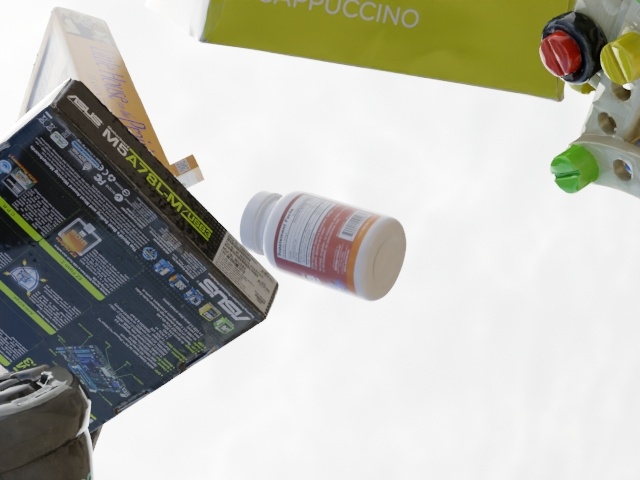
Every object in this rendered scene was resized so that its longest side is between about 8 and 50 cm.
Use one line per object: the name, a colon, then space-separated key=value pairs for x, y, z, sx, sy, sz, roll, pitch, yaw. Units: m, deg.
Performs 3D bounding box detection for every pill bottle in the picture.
pill bottle: x=0.000 y=0.000 z=1.850 sx=0.121 sy=0.216 sz=0.121 roll=-34 pitch=-47 yaw=-47

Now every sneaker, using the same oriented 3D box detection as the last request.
sneaker: x=-0.208 y=0.131 z=0.695 sx=0.101 sy=0.267 sz=0.106 roll=-27 pitch=-77 yaw=-43

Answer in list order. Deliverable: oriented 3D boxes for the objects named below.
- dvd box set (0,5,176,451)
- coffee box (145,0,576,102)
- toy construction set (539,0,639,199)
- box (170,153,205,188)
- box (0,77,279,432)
dvd box set: x=-0.232 y=0.000 z=1.192 sx=0.062 sy=0.420 sz=0.308 roll=13 pitch=-69 yaw=-23
coffee box: x=0.045 y=-0.336 z=1.243 sx=0.337 sy=0.334 sz=0.338 roll=7 pitch=-77 yaw=-18
toy construction set: x=0.253 y=-0.114 z=0.839 sx=0.151 sy=0.215 sz=0.328 roll=-21 pitch=-32 yaw=-38
box: x=-0.258 y=-0.090 z=2.180 sx=0.136 sy=0.028 sz=0.081 roll=-25 pitch=-13 yaw=-5
box: x=-0.155 y=0.018 z=0.858 sx=0.191 sy=0.184 sz=0.045 roll=46 pitch=-147 yaw=-17
